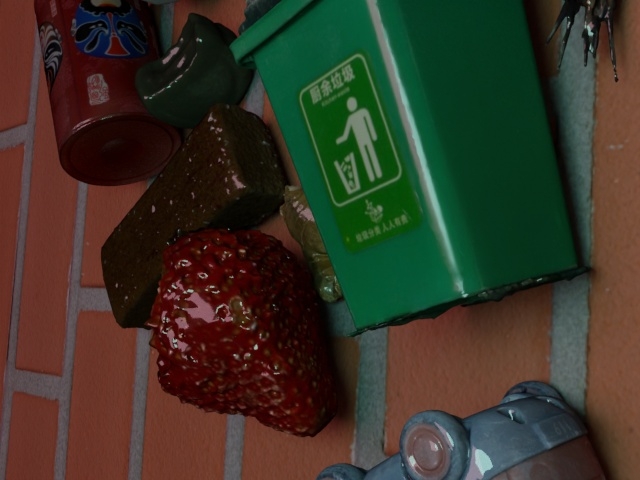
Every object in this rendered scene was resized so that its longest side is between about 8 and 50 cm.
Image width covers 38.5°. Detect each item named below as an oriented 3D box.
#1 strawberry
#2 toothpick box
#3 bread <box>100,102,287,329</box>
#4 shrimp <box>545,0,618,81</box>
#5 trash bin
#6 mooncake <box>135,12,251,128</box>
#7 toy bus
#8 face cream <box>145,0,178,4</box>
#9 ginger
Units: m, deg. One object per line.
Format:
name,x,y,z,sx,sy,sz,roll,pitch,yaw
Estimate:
strawberry,-0.089,0.106,1.154,0.257,0.261,0.261,7,89,13
toothpick box,-0.369,-0.285,1.572,0.204,0.204,0.333,-40,56,39
bread,-0.207,-0.023,1.409,0.416,0.113,0.165,-42,54,39
shrimp,0.273,-0.328,0.886,0.145,0.116,0.343,1,85,64
trash bin,0.110,-0.115,0.948,0.259,0.295,0.381,-23,80,51
mooncake,-0.196,-0.256,1.391,0.168,0.175,0.104,80,164,-57
toy bus,0.149,0.286,0.888,0.294,0.197,0.232,-40,66,37
face cream,-0.260,-0.578,1.475,0.312,0.219,0.357,-43,53,38
ginger,0.005,-0.005,1.194,0.096,0.067,0.165,-40,69,39
